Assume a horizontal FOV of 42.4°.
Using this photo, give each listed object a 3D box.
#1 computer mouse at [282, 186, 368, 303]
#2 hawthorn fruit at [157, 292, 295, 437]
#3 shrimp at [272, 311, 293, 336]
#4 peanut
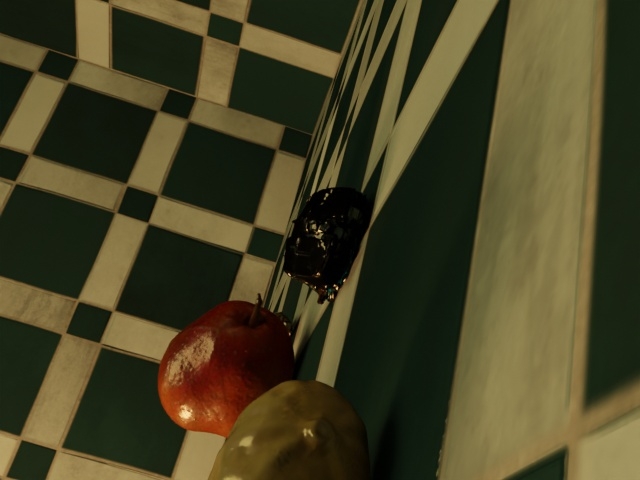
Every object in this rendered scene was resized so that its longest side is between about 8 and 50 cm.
[{"bbox_3d":[0.000,0.000,0.989,0.242,0.077,0.147,133,152,-79],"label":"computer mouse"},{"bbox_3d":[-0.121,0.164,1.167,0.197,0.196,0.226,-81,16,-60],"label":"hawthorn fruit"},{"bbox_3d":[-0.075,0.187,1.402,0.251,0.052,0.144,94,-179,-76],"label":"shrimp"},{"bbox_3d":[-0.037,0.212,0.486,0.117,0.101,0.263,37,-111,-74],"label":"peanut"}]
